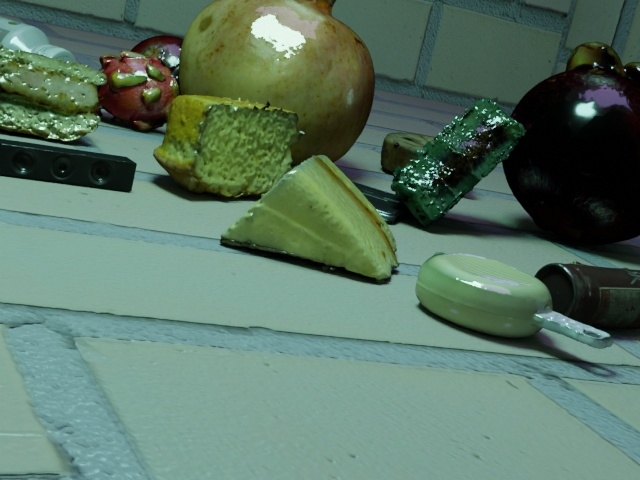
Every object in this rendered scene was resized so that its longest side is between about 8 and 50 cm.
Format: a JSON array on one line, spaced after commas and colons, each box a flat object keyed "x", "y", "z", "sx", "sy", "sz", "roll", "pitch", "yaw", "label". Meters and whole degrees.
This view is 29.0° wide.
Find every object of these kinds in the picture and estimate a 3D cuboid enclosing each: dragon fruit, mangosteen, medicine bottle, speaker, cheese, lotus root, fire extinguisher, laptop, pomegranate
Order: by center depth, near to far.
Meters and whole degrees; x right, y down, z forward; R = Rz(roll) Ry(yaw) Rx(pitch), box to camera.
[{"x": 0.214, "y": 0.073, "z": 1.356, "sx": 0.227, "sy": 0.064, "sz": 0.137, "roll": 21, "pitch": 17, "yaw": 34, "label": "cheese"}, {"x": 0.372, "y": 0.083, "z": 1.498, "sx": 0.252, "sy": 0.075, "sz": 0.106, "roll": 6, "pitch": 42, "yaw": -37, "label": "fire extinguisher"}, {"x": -0.334, "y": -0.097, "z": 1.579, "sx": 0.191, "sy": 0.040, "sz": 0.046, "roll": 6, "pitch": 12, "yaw": -28, "label": "speaker"}, {"x": 0.032, "y": -0.073, "z": 1.903, "sx": 0.207, "sy": 0.026, "sz": 0.154, "roll": 17, "pitch": 12, "yaw": 14, "label": "laptop"}, {"x": 0.464, "y": -0.161, "z": 2.044, "sx": 0.306, "sy": 0.347, "sz": 0.307, "roll": 30, "pitch": -22, "yaw": 13, "label": "mangosteen"}, {"x": -0.515, "y": -0.297, "z": 2.058, "sx": 0.215, "sy": 0.135, "sz": 0.135, "roll": 19, "pitch": 13, "yaw": 25, "label": "medicine bottle"}, {"x": -0.064, "y": -0.289, "z": 2.079, "sx": 0.338, "sy": 0.338, "sz": 0.338, "roll": 13, "pitch": 12, "yaw": -3, "label": "pomegranate"}, {"x": -0.339, "y": -0.258, "z": 2.118, "sx": 0.207, "sy": 0.133, "sz": 0.150, "roll": 5, "pitch": 11, "yaw": 5, "label": "dragon fruit"}, {"x": -0.276, "y": -0.295, "z": 2.303, "sx": 0.166, "sy": 0.166, "sz": 0.180, "roll": 19, "pitch": -11, "yaw": 23, "label": "mangosteen"}, {"x": 0.196, "y": -0.152, "z": 2.335, "sx": 0.170, "sy": 0.075, "sz": 0.261, "roll": 12, "pitch": 14, "yaw": -3, "label": "lotus root"}]

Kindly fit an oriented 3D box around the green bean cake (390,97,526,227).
[{"x": 0.212, "y": -0.126, "z": 1.891, "sx": 0.107, "sy": 0.208, "sz": 0.193, "roll": 50, "pitch": 13, "yaw": 4, "label": "green bean cake"}]

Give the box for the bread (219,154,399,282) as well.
[{"x": 0.000, "y": 0.000, "z": 1.541, "sx": 0.178, "sy": 0.135, "sz": 0.240, "roll": 48, "pitch": 13, "yaw": -1, "label": "bread"}]

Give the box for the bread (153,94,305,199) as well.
[{"x": -0.140, "y": -0.142, "z": 1.750, "sx": 0.139, "sy": 0.143, "sz": 0.229, "roll": 23, "pitch": 13, "yaw": 34, "label": "bread"}]

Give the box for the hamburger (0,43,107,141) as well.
[{"x": -0.461, "y": -0.216, "z": 1.831, "sx": 0.262, "sy": 0.124, "sz": 0.131, "roll": 12, "pitch": -7, "yaw": -28, "label": "hamburger"}]
